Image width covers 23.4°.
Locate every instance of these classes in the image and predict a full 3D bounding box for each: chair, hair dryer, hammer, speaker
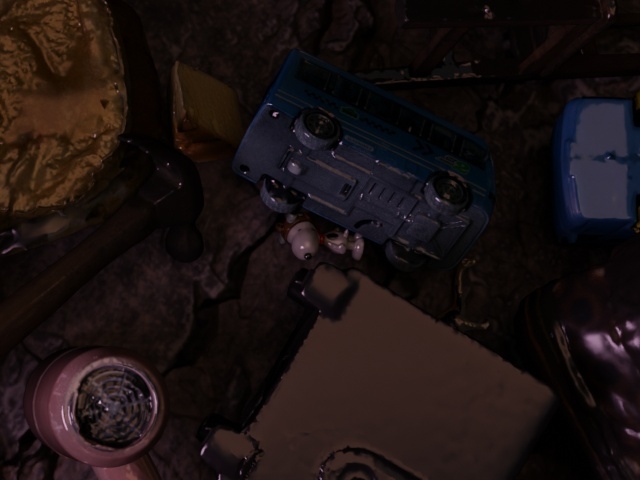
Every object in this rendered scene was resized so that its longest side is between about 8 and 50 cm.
[{"bbox_3d":[0.238,-0.275,1.546,0.416,0.240,0.203,-5,77,-13],"label":"chair"},{"bbox_3d":[-0.144,0.250,1.382,0.107,0.189,0.344,-30,96,-19],"label":"hair dryer"},{"bbox_3d":[-0.254,0.065,1.344,0.044,0.168,0.440,24,50,28],"label":"hammer"},{"bbox_3d":[0.045,0.166,1.416,0.254,0.184,0.232,33,84,-5],"label":"speaker"}]

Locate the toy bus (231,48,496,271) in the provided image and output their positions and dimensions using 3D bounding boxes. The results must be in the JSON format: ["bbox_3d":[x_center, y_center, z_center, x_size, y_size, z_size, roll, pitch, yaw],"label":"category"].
[{"bbox_3d":[0.049,-0.078,1.514,0.246,0.113,0.134,25,46,-6],"label":"toy bus"}]

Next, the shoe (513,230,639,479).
[{"bbox_3d":[0.369,0.170,1.458,0.237,0.171,0.384,-29,92,27],"label":"shoe"}]

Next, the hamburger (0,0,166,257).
[{"bbox_3d":[-0.255,-0.146,1.459,0.211,0.132,0.308,-11,81,-16],"label":"hamburger"}]

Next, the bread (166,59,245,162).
[{"bbox_3d":[-0.108,-0.132,1.506,0.080,0.109,0.084,-8,75,-11],"label":"bread"}]

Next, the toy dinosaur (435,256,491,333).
[{"bbox_3d":[0.128,0.103,1.545,0.058,0.037,0.180,26,67,7],"label":"toy dinosaur"}]

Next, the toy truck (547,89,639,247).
[{"bbox_3d":[0.417,-0.058,1.579,0.385,0.162,0.161,2,77,-11],"label":"toy truck"}]

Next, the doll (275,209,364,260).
[{"bbox_3d":[0.001,-0.004,1.534,0.085,0.040,0.058,-8,48,-32],"label":"doll"}]
